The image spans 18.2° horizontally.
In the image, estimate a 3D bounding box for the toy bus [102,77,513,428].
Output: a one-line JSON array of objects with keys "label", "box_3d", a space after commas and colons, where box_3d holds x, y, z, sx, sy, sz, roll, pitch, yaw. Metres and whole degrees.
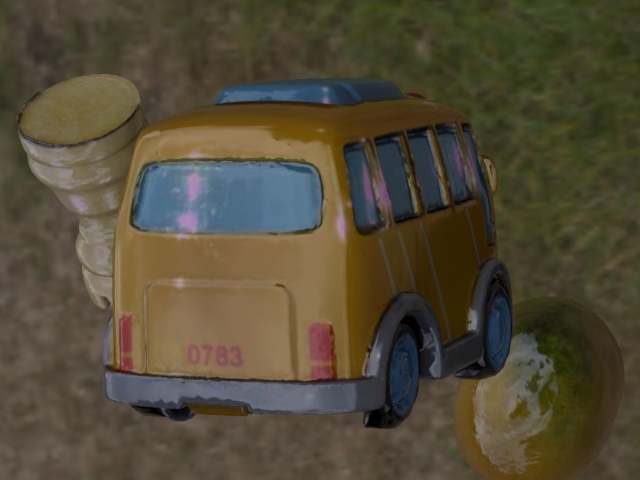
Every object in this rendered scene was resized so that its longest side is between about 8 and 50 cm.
[{"label": "toy bus", "box_3d": [0.000, 0.000, 0.840, 0.126, 0.209, 0.136, 0, 96, 24]}]

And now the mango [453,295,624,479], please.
[{"label": "mango", "box_3d": [0.159, 0.115, 1.471, 0.120, 0.221, 0.151, 18, 93, 9]}]

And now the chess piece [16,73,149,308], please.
[{"label": "chess piece", "box_3d": [-0.114, -0.021, 1.049, 0.066, 0.066, 0.122, 32, 145, 40]}]
